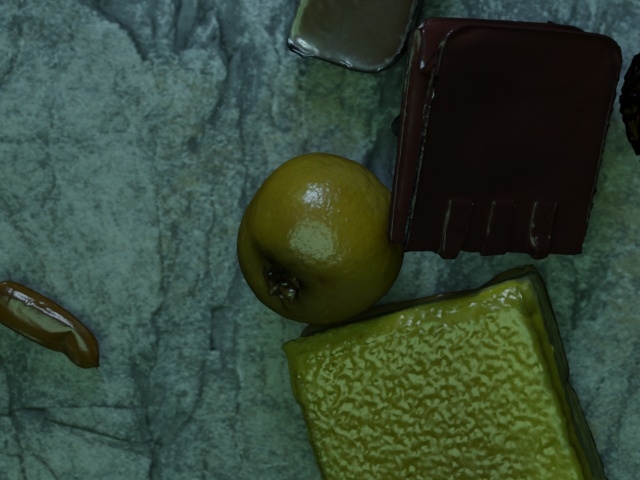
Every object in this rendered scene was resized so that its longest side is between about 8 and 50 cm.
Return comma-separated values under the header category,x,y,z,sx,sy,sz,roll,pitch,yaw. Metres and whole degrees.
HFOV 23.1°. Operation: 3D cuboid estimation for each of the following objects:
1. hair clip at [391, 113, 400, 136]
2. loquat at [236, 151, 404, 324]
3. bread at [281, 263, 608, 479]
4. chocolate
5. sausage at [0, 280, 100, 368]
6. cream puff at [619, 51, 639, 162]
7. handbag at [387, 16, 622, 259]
category,x,y,z,sx,sy,sz,roll,pitch,yaw
hair clip,0.192,-0.171,1.878,0.146,0.056,0.187,35,112,3
loquat,0.000,0.000,1.857,0.208,0.208,0.208,2,99,10
bread,0.155,0.223,1.892,0.333,0.143,0.324,-15,97,12
chocolate,0.069,-0.326,1.857,0.161,0.083,0.261,23,102,24
sausage,-0.356,0.105,2.013,0.183,0.054,0.062,28,134,3
cream puff,0.440,-0.130,1.735,0.239,0.239,0.165,30,79,5
handbag,0.208,-0.114,1.791,0.260,0.084,0.275,-2,108,-28
